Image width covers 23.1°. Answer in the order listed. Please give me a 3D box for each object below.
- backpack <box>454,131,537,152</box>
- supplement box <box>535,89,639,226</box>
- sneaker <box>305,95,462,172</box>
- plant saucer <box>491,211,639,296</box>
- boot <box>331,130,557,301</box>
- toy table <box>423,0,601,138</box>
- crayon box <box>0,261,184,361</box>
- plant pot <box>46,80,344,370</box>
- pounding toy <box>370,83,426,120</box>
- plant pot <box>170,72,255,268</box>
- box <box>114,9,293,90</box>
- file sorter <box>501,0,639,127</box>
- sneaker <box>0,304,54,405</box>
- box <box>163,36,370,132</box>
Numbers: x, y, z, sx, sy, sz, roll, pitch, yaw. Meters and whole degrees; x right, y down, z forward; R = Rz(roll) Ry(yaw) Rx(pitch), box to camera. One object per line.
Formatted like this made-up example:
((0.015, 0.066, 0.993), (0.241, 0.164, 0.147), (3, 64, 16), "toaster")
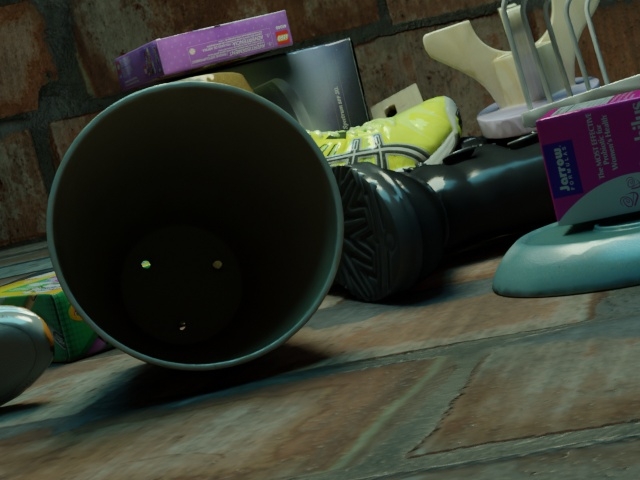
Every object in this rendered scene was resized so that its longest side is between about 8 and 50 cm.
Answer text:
((0.244, -0.098, 2.231), (0.152, 0.115, 0.182), (-14, 8, -29), "backpack")
((0.333, -0.094, 1.536), (0.220, 0.111, 0.114), (-12, 6, 18), "supplement box")
((0.033, -0.104, 2.151), (0.384, 0.147, 0.145), (-35, 14, -20), "sneaker")
((0.315, -0.006, 1.500), (0.317, 0.044, 0.317), (-13, 5, 1), "plant saucer")
((0.221, -0.050, 1.765), (0.445, 0.146, 0.367), (-10, 6, -16), "boot")
((0.284, -0.246, 2.151), (0.252, 0.161, 0.274), (-19, 8, -5), "toy table")
((-0.299, 0.083, 1.866), (0.165, 0.081, 0.278), (-17, 7, -35), "crayon box")
((-0.126, 0.015, 1.478), (0.256, 0.256, 0.274), (-14, -11, -12), "plant pot")
((0.157, -0.125, 2.400), (0.094, 0.206, 0.181), (-28, 22, 8), "pounding toy")
((-0.126, -0.074, 1.971), (0.237, 0.254, 0.237), (-11, -5, -1), "plant pot")
((-0.182, -0.284, 2.375), (0.201, 0.057, 0.293), (-15, 6, -18), "box")
((0.368, -0.251, 1.918), (0.193, 0.173, 0.277), (-17, -3, 33), "file sorter")
((-0.374, 0.143, 1.460), (0.262, 0.099, 0.121), (-21, 12, 4), "sneaker")
((-0.060, -0.133, 2.404), (0.294, 0.296, 0.183), (-14, 6, 4), "box")
